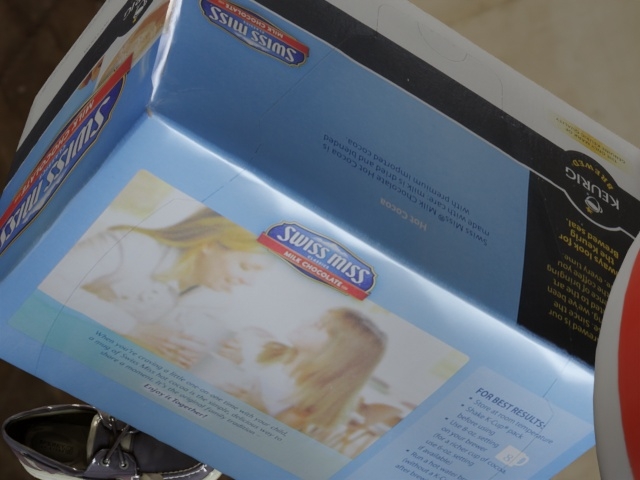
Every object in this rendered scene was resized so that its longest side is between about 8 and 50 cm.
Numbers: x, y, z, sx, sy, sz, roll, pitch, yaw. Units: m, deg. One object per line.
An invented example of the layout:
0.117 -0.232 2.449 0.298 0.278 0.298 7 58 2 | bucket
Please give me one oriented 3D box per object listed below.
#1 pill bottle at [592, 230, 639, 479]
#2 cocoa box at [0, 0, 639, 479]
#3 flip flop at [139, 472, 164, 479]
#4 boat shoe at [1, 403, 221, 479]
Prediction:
0.187 -0.011 0.321 0.181 0.323 0.182 8 61 -15 | pill bottle
0.000 0.000 1.136 0.347 0.231 0.228 30 41 -19 | cocoa box
-0.175 0.311 1.455 0.080 0.277 0.112 17 16 -23 | flip flop
-0.248 0.243 2.201 0.092 0.285 0.103 41 56 -59 | boat shoe
